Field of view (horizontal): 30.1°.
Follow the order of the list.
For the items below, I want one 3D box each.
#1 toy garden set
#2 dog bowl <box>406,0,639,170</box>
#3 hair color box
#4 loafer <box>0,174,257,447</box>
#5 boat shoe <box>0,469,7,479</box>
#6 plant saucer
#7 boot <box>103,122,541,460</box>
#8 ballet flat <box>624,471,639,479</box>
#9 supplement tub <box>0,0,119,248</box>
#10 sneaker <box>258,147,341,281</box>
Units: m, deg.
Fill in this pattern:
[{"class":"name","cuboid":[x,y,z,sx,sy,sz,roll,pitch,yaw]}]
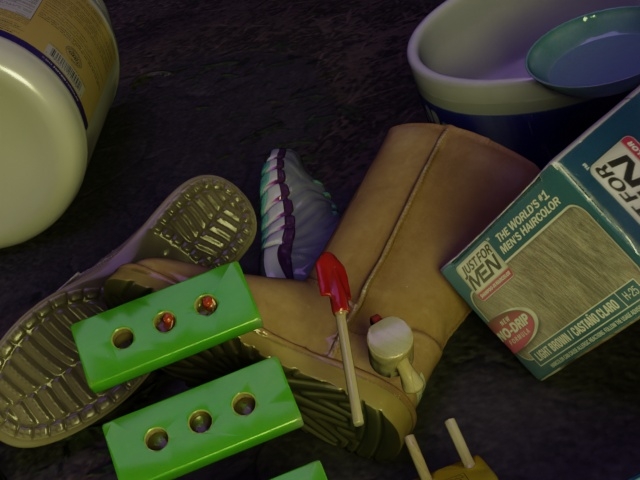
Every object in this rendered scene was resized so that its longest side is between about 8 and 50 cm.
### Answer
[{"class":"toy garden set","cuboid":[-0.008,0.123,0.678,0.203,0.049,0.244,-21,62,-6]},{"class":"dog bowl","cuboid":[0.216,-0.159,1.048,0.265,0.104,0.265,-16,30,9]},{"class":"hair color box","cuboid":[0.254,-0.068,0.790,0.347,0.105,0.174,-38,-8,-27]},{"class":"loafer","cuboid":[-0.156,0.061,0.937,0.268,0.102,0.092,-43,0,-21]},{"class":"boat shoe","cuboid":[-0.290,0.170,0.827,0.120,0.123,0.324,-34,23,-12]},{"class":"plant saucer","cuboid":[0.213,-0.137,0.885,0.119,0.021,0.119,-15,33,10]},{"class":"boot","cuboid":[0.012,0.007,0.850,0.236,0.089,0.269,27,50,7]},{"class":"ballet flat","cuboid":[0.097,0.185,0.546,0.348,0.123,0.123,-22,29,0]},{"class":"supplement tub","cuboid":[-0.349,-0.166,1.289,0.241,0.241,0.331,-16,29,9]},{"class":"sneaker","cuboid":[0.000,0.000,0.971,0.098,0.083,0.224,-2,38,-1]}]
